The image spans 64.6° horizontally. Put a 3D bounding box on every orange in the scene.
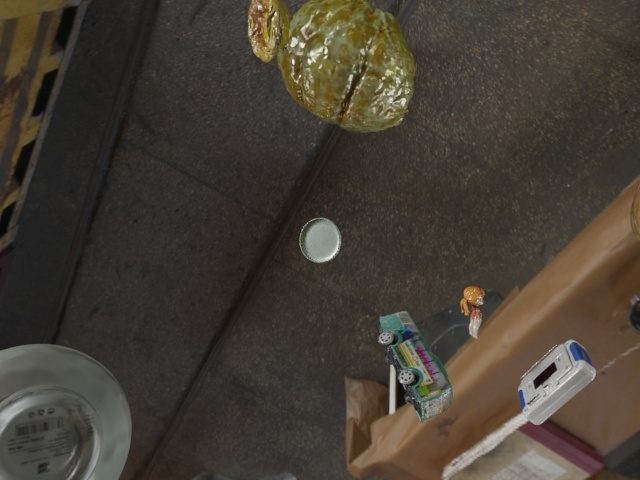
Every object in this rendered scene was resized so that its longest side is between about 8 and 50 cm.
[{"bbox_3d":[0.034,-0.405,1.125,0.368,0.210,0.271,45,118,31],"label":"orange"}]

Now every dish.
[{"bbox_3d":[-0.385,0.273,0.675,0.303,0.303,0.120,46,145,-16],"label":"dish"}]

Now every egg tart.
[{"bbox_3d":[-0.088,-0.372,0.876,0.052,0.130,0.131,-9,125,-27],"label":"egg tart"}]

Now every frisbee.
[{"bbox_3d":[0.000,0.000,1.211,0.110,0.014,0.110,0,90,26],"label":"frisbee"}]

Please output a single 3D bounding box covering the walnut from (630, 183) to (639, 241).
[{"bbox_3d":[0.916,-0.104,1.179,0.305,0.306,0.344,16,103,0],"label":"walnut"}]

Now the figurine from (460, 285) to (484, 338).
[{"bbox_3d":[0.317,0.150,1.051,0.047,0.064,0.109,-3,98,-8],"label":"figurine"}]

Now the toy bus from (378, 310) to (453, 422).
[{"bbox_3d":[0.205,0.274,1.142,0.109,0.262,0.091,-18,129,-6],"label":"toy bus"}]

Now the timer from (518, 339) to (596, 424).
[{"bbox_3d":[0.709,0.426,1.546,0.078,0.178,0.253,37,112,2],"label":"timer"}]
